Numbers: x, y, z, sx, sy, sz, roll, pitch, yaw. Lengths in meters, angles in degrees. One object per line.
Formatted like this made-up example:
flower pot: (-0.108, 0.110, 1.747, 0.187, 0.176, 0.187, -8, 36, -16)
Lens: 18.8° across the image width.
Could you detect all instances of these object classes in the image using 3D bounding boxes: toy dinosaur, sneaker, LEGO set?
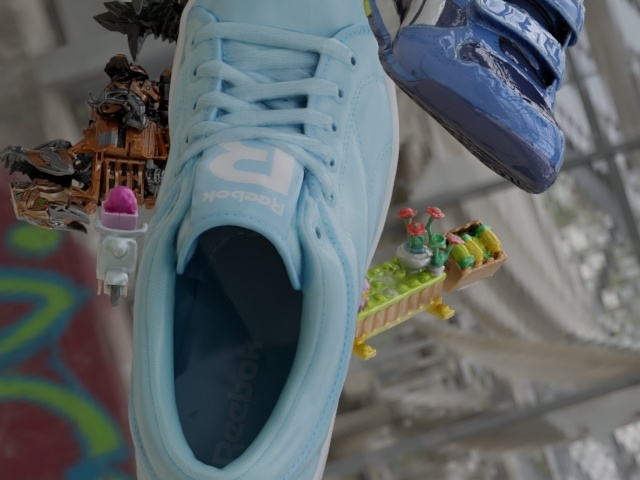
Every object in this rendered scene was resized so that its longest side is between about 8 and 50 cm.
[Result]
toy dinosaur: (-0.094, -0.109, 1.511, 0.164, 0.322, 0.218, -35, -109, 56)
sneaker: (-0.024, -0.021, 1.000, 0.150, 0.135, 0.366, 101, -8, -73)
sneaker: (0.052, -0.065, 0.601, 0.053, 0.059, 0.144, 41, 15, -27)
LEGO set: (0.000, 0.000, 1.235, 0.132, 0.287, 0.107, -113, -152, -57)
